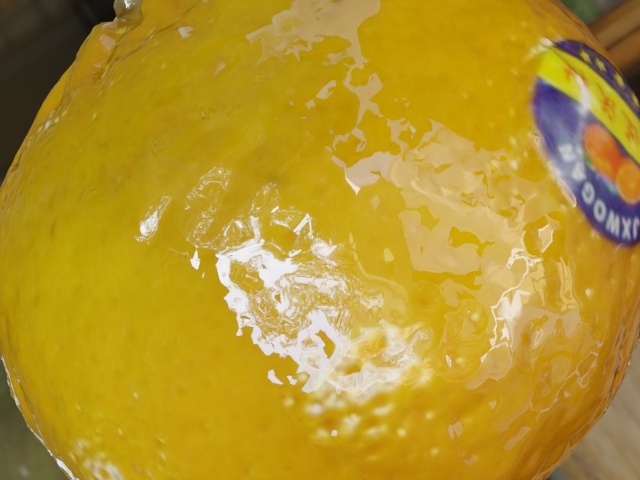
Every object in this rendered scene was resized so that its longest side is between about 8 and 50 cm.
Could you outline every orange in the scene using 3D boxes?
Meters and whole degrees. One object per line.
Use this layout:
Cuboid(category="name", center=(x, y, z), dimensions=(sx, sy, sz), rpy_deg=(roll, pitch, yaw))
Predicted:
Cuboid(category="orange", center=(0.001, 0.002, 0.523), dimensions=(0.193, 0.219, 0.219), rpy_deg=(35, -174, -24))
